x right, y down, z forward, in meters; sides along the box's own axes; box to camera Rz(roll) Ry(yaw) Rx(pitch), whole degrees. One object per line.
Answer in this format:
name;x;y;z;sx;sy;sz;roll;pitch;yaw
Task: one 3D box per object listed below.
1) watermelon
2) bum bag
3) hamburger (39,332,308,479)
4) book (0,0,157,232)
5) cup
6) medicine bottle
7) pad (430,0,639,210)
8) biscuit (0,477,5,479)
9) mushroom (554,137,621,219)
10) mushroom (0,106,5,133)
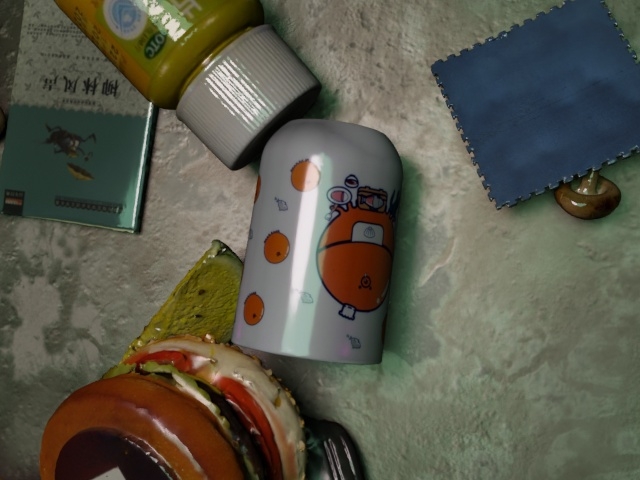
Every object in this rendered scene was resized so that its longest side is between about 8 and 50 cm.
watermelon;-0.201;0.115;1.197;0.123;0.129;0.301;45;111;15
bum bag;0.013;0.415;1.159;0.142;0.079;0.326;-18;81;8
hamburger;-0.191;0.298;1.081;0.330;0.250;0.330;9;110;27
book;-0.392;-0.214;1.313;0.264;0.031;0.379;7;88;13
cup;0.000;0.000;1.123;0.212;0.212;0.317;7;87;13
medicine bottle;-0.194;-0.301;1.164;0.224;0.224;0.384;-43;89;7
pad;0.321;-0.203;1.128;0.269;0.012;0.269;-22;66;11
biscuit;-0.604;0.440;1.259;0.432;0.064;0.283;-9;85;29
mushroom;0.378;-0.084;1.113;0.088;0.073;0.130;14;74;26
mushroom;-0.626;-0.314;1.311;0.122;0.159;0.329;-23;86;8
